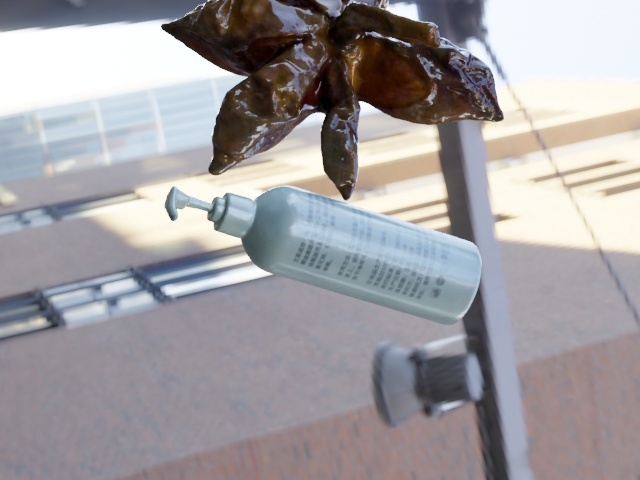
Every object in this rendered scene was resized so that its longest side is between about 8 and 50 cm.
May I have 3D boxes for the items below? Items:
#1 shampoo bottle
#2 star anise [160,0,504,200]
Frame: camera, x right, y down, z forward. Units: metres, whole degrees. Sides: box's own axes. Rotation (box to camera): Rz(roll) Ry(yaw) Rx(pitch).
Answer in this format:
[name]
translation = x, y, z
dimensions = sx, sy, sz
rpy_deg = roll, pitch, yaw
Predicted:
[shampoo bottle]
translation = 0.000, 0.000, 0.733
dimensions = 0.056, 0.195, 0.056
rpy_deg = -162, -90, -72
[star anise]
translation = 0.004, -0.130, 0.807
dimensions = 0.111, 0.212, 0.196
rpy_deg = 86, -7, -49
